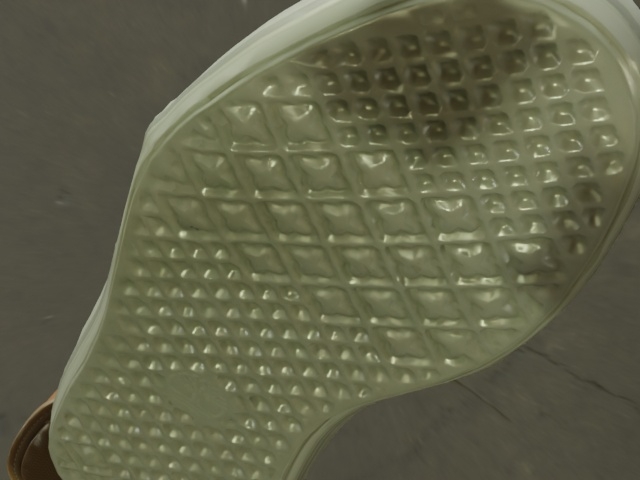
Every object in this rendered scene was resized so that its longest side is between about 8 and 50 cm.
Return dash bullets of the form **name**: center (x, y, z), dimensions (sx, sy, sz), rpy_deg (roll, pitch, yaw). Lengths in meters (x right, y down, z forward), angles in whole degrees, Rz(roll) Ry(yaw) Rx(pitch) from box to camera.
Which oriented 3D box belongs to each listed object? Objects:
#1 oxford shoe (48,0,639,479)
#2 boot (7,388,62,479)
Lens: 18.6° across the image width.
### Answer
- **oxford shoe**: center (0.000, 0.000, 0.834), dimensions (0.169, 0.449, 0.130), rpy_deg (35, 54, -3)
- **boot**: center (-0.138, 0.088, 1.385), dimensions (0.073, 0.152, 0.197), rpy_deg (42, 107, -13)
